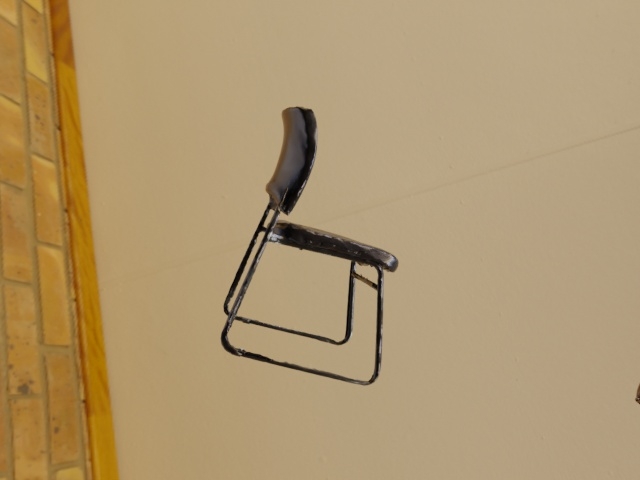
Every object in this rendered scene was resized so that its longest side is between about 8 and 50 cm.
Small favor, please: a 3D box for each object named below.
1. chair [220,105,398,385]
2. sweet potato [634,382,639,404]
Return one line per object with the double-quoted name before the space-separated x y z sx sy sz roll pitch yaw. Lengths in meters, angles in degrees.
"chair" 0.000 0.000 0.529 0.145 0.140 0.221 15 -88 -11
"sweet potato" 0.521 0.155 0.801 0.058 0.055 0.202 41 -61 43
